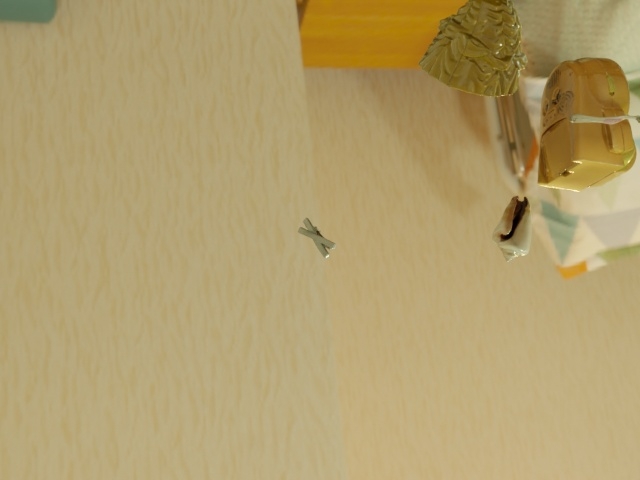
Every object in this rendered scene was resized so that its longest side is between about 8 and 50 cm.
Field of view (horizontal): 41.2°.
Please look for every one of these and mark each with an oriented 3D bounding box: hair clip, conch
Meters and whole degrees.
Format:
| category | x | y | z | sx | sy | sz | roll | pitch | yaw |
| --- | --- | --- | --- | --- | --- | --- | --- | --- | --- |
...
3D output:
| category | x | y | z | sx | sy | sz | roll | pitch | yaw |
| --- | --- | --- | --- | --- | --- | --- | --- | --- | --- |
| hair clip | 0.001 | -0.001 | 1.440 | 0.039 | 0.030 | 0.115 | 23 | -168 | -28 |
| conch | 0.478 | -0.032 | 2.082 | 0.104 | 0.176 | 0.094 | 27 | 176 | -13 |

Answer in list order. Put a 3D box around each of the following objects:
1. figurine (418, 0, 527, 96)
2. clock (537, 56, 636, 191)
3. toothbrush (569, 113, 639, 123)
| category | x | y | z | sx | sy | sz | roll | pitch | yaw |
| --- | --- | --- | --- | --- | --- | --- | --- | --- | --- |
| figurine | 0.281 | -0.400 | 1.320 | 0.187 | 0.168 | 0.315 | -9 | 126 | -42 |
| clock | 0.656 | -0.302 | 2.122 | 0.200 | 0.317 | 0.244 | 2 | 167 | -16 |
| toothbrush | 0.569 | -0.240 | 1.678 | 0.204 | 0.022 | 0.017 | -2 | 138 | -26 |
